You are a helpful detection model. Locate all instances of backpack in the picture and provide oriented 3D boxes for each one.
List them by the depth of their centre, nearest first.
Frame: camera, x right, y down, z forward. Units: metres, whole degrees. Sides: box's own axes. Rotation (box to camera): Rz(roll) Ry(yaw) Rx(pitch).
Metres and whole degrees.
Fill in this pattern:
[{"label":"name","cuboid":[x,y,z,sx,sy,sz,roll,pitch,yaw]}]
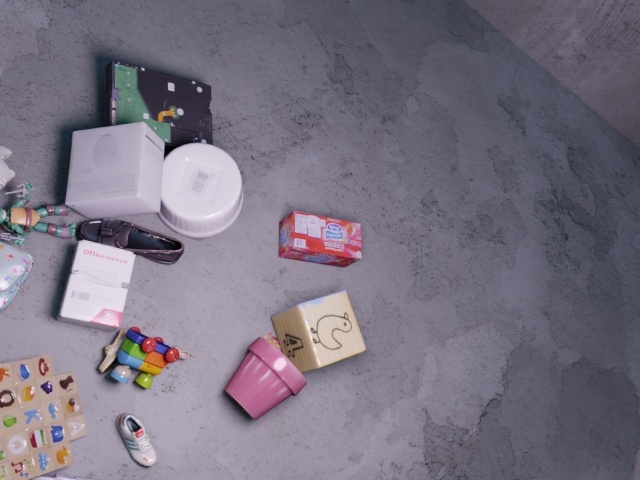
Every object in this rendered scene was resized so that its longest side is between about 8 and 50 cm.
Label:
[{"label":"backpack","cuboid":[-0.842,0.093,1.693,0.166,0.144,0.188,31,64,-23]}]

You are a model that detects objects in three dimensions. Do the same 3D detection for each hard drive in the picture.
[{"label":"hard drive","cuboid":[-0.492,-0.397,2.051,0.339,0.064,0.236,5,77,-42]}]

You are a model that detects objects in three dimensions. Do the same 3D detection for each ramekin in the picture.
[{"label":"ramekin","cuboid":[-0.365,-0.158,2.003,0.277,0.135,0.277,3,73,-10]}]

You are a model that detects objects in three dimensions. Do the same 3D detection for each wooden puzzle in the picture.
[{"label":"wooden puzzle","cuboid":[-0.146,0.328,2.073,0.083,0.006,0.049,49,57,-6]}]

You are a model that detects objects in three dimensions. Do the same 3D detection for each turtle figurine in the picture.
[{"label":"turtle figurine","cuboid":[-0.788,-0.065,1.792,0.234,0.118,0.175,4,80,-42]}]

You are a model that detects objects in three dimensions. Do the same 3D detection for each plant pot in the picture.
[{"label":"plant pot","cuboid":[-0.171,0.410,1.933,0.180,0.201,0.201,-44,97,-16]}]

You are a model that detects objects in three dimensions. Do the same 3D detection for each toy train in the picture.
[{"label":"toy train","cuboid":[-0.457,0.349,1.850,0.248,0.105,0.143,38,78,-46]}]

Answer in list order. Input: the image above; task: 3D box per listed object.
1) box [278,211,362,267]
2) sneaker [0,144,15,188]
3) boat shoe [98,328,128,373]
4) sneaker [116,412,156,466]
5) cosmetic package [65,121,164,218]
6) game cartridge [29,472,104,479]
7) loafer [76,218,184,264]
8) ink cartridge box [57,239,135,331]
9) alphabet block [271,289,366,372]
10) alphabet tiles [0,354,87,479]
[{"label":"box","cuboid":[0.000,0.000,2.197,0.257,0.123,0.128,9,69,-26]},{"label":"sneaker","cuboid":[-0.881,-0.156,1.779,0.121,0.099,0.262,10,64,-34]},{"label":"boat shoe","cuboid":[-0.568,0.302,1.829,0.045,0.050,0.135,32,58,1]},{"label":"sneaker","cuboid":[-0.486,0.531,1.774,0.057,0.075,0.161,-29,88,-33]},{"label":"cosmetic package","cuboid":[-0.575,-0.192,1.879,0.224,0.138,0.224,-5,70,13]},{"label":"game cartridge","cuboid":[-0.574,0.722,1.672,0.355,0.068,0.230,18,61,-22]},{"label":"loafer","cuboid":[-0.538,-0.008,1.920,0.303,0.095,0.109,15,66,-24]},{"label":"ink cartridge box","cuboid":[-0.616,0.126,1.834,0.159,0.092,0.217,17,68,-23]},{"label":"alphabet block","cuboid":[-0.008,0.285,2.050,0.192,0.193,0.197,-15,81,-33]},{"label":"alphabet tiles","cuboid":[-0.727,0.434,1.621,0.342,0.011,0.285,-2,71,-58]}]
